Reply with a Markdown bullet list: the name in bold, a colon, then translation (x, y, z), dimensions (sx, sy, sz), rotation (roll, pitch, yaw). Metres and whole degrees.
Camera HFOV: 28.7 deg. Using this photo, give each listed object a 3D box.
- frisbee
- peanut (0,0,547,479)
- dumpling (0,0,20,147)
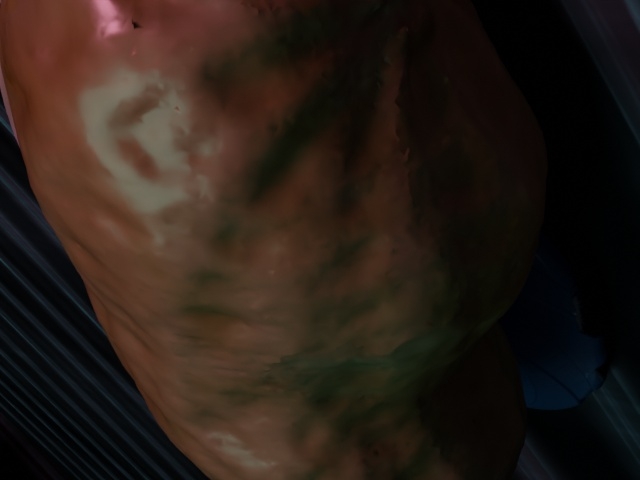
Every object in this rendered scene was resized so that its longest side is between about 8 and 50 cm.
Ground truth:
- **frisbee**: translation (0.045, 0.020, 0.689), dimensions (0.242, 0.045, 0.242), rotation (34, 157, 16)
- **peanut**: translation (0.000, 0.000, 0.519), dimensions (0.192, 0.169, 0.387), rotation (-1, 137, 16)
- **dumpling**: translation (-0.113, -0.081, 0.647), dimensions (0.127, 0.108, 0.188), rotation (45, -165, 20)
